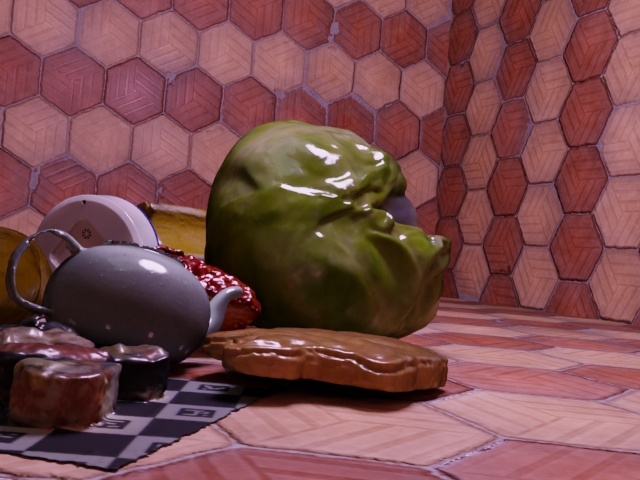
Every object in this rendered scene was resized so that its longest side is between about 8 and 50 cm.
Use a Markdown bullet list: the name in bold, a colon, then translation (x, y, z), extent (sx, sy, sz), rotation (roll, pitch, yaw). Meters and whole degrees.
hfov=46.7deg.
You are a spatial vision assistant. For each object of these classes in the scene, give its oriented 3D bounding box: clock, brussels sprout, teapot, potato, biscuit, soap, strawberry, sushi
- **clock**: translation (-0.413, 0.031, 1.359), extent (0.230, 0.231, 0.083), rotation (4, 2, 18)
- **brussels sprout**: translation (-0.016, 0.010, 1.240), extent (0.361, 0.425, 0.342), rotation (-22, -28, -39)
- **teapot**: translation (-0.225, 0.071, 0.880), extent (0.294, 0.130, 0.193), rotation (26, -23, -35)
- **potato**: translation (-0.464, 0.060, 0.925), extent (0.195, 0.177, 0.369), rotation (32, 0, -5)
- **biscuit**: translation (0.011, 0.134, 0.890), extent (0.269, 0.051, 0.376), rotation (4, -5, 30)
- **soap**: translation (-0.321, 0.042, 1.612), extent (0.293, 0.156, 0.335), rotation (-30, -19, 29)
- **strawberry**: translation (-0.202, 0.065, 1.071), extent (0.236, 0.111, 0.190), rotation (2, -34, -3)
- **sushi**: translation (-0.239, 0.112, 0.683), extent (0.319, 0.069, 0.339), rotation (4, -1, 15)
